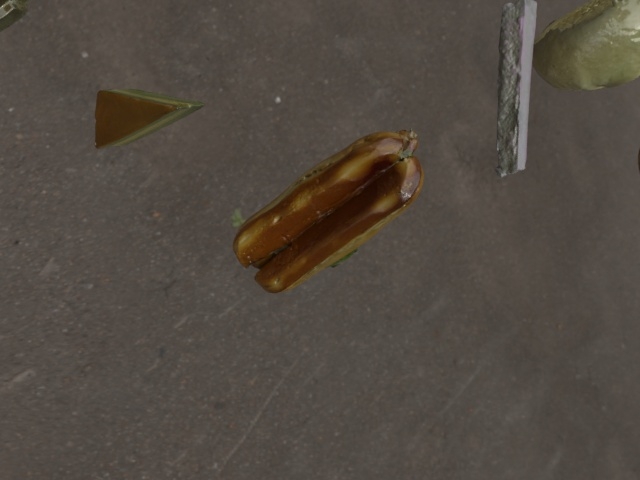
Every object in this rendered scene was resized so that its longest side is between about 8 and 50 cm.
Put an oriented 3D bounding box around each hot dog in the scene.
[{"bbox_3d":[0.018,-0.046,1.044,0.135,0.337,0.100,53,22,-2],"label":"hot dog"}]

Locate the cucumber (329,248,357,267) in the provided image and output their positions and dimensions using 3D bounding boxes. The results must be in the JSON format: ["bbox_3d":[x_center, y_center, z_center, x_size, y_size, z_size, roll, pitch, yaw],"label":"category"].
[{"bbox_3d":[0.003,0.001,1.431,0.134,0.244,0.134,2,86,-32],"label":"cucumber"}]

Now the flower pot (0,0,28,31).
[{"bbox_3d":[-0.545,-0.449,1.015,0.259,0.290,0.290,51,44,6],"label":"flower pot"}]

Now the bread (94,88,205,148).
[{"bbox_3d":[-0.239,-0.162,0.987,0.074,0.139,0.084,-29,129,-63],"label":"bread"}]

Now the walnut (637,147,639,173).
[{"bbox_3d":[0.834,-0.203,1.648,0.155,0.184,0.155,57,13,-20],"label":"walnut"}]

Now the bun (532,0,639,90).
[{"bbox_3d":[0.678,-0.466,1.634,0.364,0.364,0.202,-40,102,-44],"label":"bun"}]

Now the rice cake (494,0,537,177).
[{"bbox_3d":[0.300,-0.232,1.082,0.055,0.049,0.270,-22,116,-56],"label":"rice cake"}]
